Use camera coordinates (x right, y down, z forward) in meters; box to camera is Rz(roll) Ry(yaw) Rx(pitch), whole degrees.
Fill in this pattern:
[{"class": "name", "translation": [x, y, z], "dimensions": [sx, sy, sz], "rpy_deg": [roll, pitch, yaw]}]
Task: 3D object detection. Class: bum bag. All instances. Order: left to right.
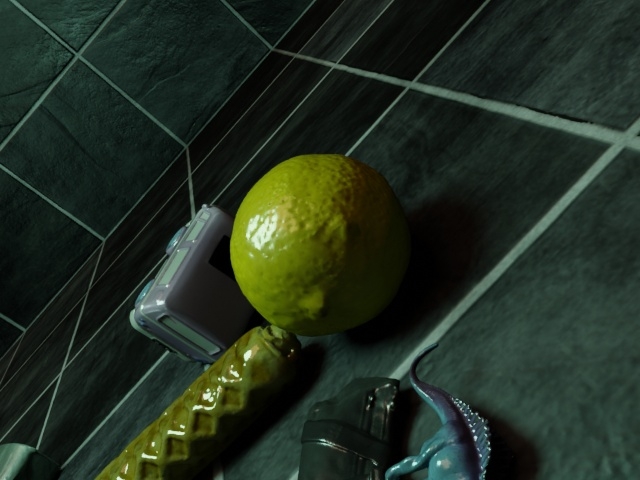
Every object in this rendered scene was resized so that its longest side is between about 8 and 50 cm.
[{"class": "bum bag", "translation": [0.018, 0.187, 0.456], "dimensions": [0.087, 0.049, 0.198], "rpy_deg": [-12, 36, 20]}]

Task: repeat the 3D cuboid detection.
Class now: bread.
[{"class": "bread", "translation": [-0.156, 0.223, 0.679], "dimensions": [0.367, 0.084, 0.077], "rpy_deg": [-43, 63, 12]}]

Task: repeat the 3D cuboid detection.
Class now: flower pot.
[{"class": "flower pot", "translation": [-0.547, 0.430, 1.047], "dimensions": [0.229, 0.103, 0.108], "rpy_deg": [-30, 30, 38]}]

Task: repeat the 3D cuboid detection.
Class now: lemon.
[{"class": "lemon", "translation": [0.000, 0.000, 0.615], "dimensions": [0.178, 0.178, 0.203], "rpy_deg": [-39, 26, 24]}]

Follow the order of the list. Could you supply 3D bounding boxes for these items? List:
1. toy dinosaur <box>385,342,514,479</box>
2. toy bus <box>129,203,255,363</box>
[{"class": "toy dinosaur", "translation": [0.084, 0.149, 0.397], "dimensions": [0.080, 0.045, 0.197], "rpy_deg": [-34, 34, 18]}, {"class": "toy bus", "translation": [-0.153, 0.057, 0.861], "dimensions": [0.142, 0.142, 0.203], "rpy_deg": [-27, 32, 54]}]
